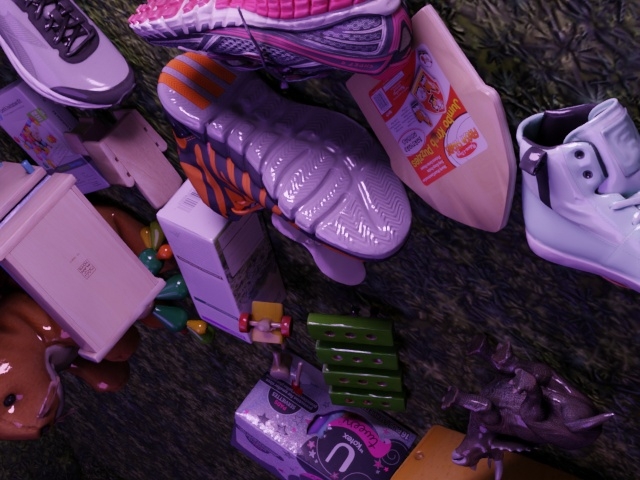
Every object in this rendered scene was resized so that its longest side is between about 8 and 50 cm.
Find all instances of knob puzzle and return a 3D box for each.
[{"bbox_3d":[0.115,-0.096,0.938,0.213,0.030,0.213,42,149,32],"label":"knob puzzle"}]

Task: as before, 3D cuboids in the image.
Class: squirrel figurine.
[{"bbox_3d":[-0.460,0.102,1.602,0.397,0.370,0.281,38,155,1],"label":"squirrel figurine"}]

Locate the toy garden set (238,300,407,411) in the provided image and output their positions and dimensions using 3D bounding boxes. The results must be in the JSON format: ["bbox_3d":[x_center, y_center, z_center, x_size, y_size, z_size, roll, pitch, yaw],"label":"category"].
[{"bbox_3d":[0.010,0.151,1.424,0.204,0.049,0.244,4,148,12],"label":"toy garden set"}]

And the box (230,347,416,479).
[{"bbox_3d":[-0.002,0.310,1.629,0.247,0.142,0.163,32,153,10],"label":"box"}]

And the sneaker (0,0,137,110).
[{"bbox_3d":[-0.322,-0.252,1.189,0.271,0.100,0.108,40,148,-5],"label":"sneaker"}]

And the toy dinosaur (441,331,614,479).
[{"bbox_3d":[0.248,0.189,1.202,0.160,0.121,0.314,34,151,-19],"label":"toy dinosaur"}]

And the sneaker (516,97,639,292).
[{"bbox_3d":[0.265,-0.032,0.824,0.256,0.094,0.151,14,142,36],"label":"sneaker"}]

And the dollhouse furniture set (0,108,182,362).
[{"bbox_3d":[-0.358,-0.012,1.408,0.303,0.286,0.198,9,142,48],"label":"dollhouse furniture set"}]

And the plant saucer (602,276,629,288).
[{"bbox_3d":[0.278,0.012,0.964,0.084,0.013,0.083,28,151,17],"label":"plant saucer"}]

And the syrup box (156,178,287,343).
[{"bbox_3d":[-0.125,0.024,1.383,0.096,0.093,0.236,24,150,25],"label":"syrup box"}]

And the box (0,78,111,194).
[{"bbox_3d":[-0.380,-0.146,1.490,0.186,0.038,0.145,50,150,-21],"label":"box"}]

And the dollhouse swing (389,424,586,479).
[{"bbox_3d":[0.274,0.455,1.395,0.347,0.315,0.304,16,135,36],"label":"dollhouse swing"}]

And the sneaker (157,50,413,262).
[{"bbox_3d":[-0.035,-0.066,1.130,0.321,0.124,0.180,40,159,19],"label":"sneaker"}]

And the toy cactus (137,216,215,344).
[{"bbox_3d":[-0.227,0.065,1.496,0.112,0.181,0.219,-121,13,-50],"label":"toy cactus"}]

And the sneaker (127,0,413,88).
[{"bbox_3d":[-0.055,-0.190,0.929,0.299,0.121,0.112,10,140,42],"label":"sneaker"}]

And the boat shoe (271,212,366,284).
[{"bbox_3d":[0.000,0.000,1.253,0.137,0.049,0.043,38,-164,-6],"label":"boat shoe"}]
